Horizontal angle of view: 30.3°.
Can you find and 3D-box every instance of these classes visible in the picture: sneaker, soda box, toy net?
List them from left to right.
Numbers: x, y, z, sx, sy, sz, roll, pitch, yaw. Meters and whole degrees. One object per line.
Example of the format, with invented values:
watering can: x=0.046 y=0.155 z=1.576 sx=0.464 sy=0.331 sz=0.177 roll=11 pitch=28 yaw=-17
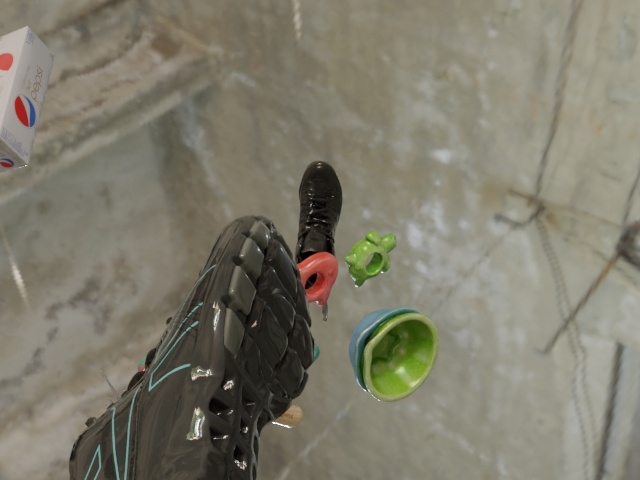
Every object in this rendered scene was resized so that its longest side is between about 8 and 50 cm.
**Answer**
soda box: x=-0.445 y=-0.200 z=1.685 sx=0.069 sy=0.074 sz=0.216 roll=51 pitch=-147 yaw=-45
sneaker: x=-0.076 y=0.088 z=0.623 sx=0.101 sy=0.106 sz=0.267 roll=60 pitch=-150 yaw=-37
toy net: x=-0.024 y=0.088 z=0.791 sx=0.232 sy=0.045 sz=0.122 roll=-28 pitch=-53 yaw=-26
sneaker: x=-0.003 y=0.000 z=1.328 sx=0.089 sy=0.051 sz=0.170 roll=-102 pitch=18 yaw=-79

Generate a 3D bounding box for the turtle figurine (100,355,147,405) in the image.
turtle figurine: x=-0.202 y=0.240 z=1.638 sx=0.118 sy=0.234 sz=0.175 roll=-44 pitch=-1 yaw=-14
